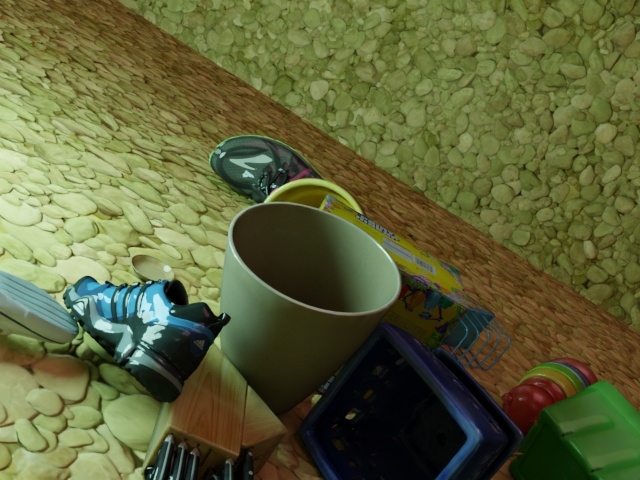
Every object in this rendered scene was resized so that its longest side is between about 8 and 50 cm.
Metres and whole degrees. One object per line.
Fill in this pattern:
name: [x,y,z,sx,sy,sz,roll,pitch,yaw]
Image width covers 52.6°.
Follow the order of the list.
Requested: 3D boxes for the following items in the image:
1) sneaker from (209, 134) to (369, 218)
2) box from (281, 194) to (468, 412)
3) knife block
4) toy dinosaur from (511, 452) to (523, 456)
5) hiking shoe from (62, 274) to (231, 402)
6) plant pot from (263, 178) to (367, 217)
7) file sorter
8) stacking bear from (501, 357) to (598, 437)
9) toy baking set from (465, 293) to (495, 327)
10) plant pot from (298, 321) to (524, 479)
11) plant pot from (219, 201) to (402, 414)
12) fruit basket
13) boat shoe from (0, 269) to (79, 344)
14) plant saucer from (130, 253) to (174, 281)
sneaker: [-0.074,-0.123,1.706,0.483,0.185,0.202,30,16,0]
box: [0.060,0.122,1.169,0.290,0.279,0.177,31,19,-5]
knife block: [-0.174,0.245,0.813,0.276,0.088,0.242,44,22,29]
toy dinosaur: [0.232,0.341,1.144,0.211,0.112,0.064,44,22,29]
hiking shoe: [-0.241,0.107,0.888,0.304,0.132,0.113,25,-27,43]
plant pot: [0.000,0.000,1.462,0.254,0.254,0.239,36,5,11]
file sorter: [0.355,0.237,1.570,0.170,0.118,0.104,17,27,-35]
stacking bear: [0.503,0.361,1.449,0.289,0.164,0.175,-2,38,-50]
toy baking set: [0.405,0.187,1.901,0.256,0.030,0.196,6,35,-50]
plant pot: [0.147,0.293,0.979,0.212,0.236,0.236,20,21,-48]
plant pot: [-0.047,0.126,0.978,0.257,0.274,0.256,16,31,-10]
fruit basket: [0.597,0.443,1.176,0.392,0.282,0.392,14,27,-7]
boat shoe: [-0.432,0.084,0.849,0.226,0.076,0.083,39,6,-27]
plant saucer: [-0.308,0.055,1.180,0.083,0.015,0.083,27,19,-10]
